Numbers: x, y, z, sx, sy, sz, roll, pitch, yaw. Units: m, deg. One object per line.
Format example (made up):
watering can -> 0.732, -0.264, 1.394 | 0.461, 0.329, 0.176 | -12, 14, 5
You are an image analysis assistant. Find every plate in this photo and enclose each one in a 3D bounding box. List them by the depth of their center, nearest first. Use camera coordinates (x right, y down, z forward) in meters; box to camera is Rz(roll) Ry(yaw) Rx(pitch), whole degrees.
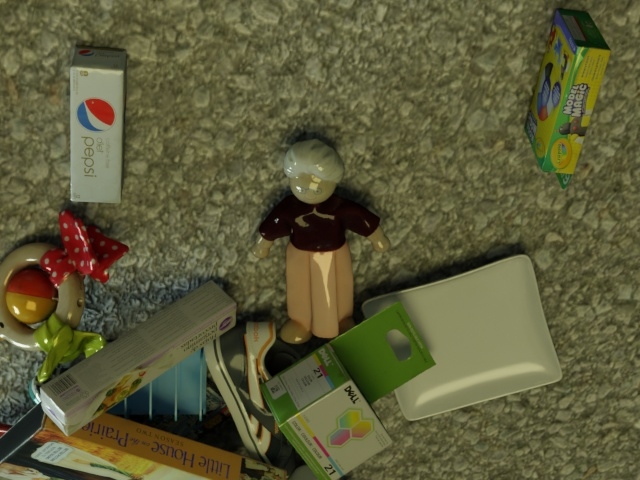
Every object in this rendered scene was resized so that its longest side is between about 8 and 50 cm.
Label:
plate -> 0.232, 0.155, 1.917 | 0.277, 0.045, 0.277 | -17, 124, 8

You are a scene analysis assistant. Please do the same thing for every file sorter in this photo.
file sorter -> -0.267, 0.227, 1.867 | 0.170, 0.104, 0.118 | 1, 93, -5

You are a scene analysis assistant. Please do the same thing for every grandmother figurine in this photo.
grandmother figurine -> 0.000, 0.000, 1.758 | 0.207, 0.104, 0.343 | -8, 125, -4

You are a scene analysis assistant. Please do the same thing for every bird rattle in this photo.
bird rattle -> -0.408, 0.079, 1.750 | 0.206, 0.143, 0.254 | 6, 98, 24

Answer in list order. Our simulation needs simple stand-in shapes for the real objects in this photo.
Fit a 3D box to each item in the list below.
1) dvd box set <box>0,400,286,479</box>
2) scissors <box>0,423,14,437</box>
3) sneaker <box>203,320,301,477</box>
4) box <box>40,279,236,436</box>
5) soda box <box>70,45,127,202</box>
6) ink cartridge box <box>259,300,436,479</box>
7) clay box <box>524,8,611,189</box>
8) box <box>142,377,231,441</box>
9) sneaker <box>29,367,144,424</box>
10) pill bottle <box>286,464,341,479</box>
dvd box set -> -0.310, 0.386, 1.914 | 0.420, 0.062, 0.307 | 23, 143, -25
scissors -> -0.478, 0.325, 1.930 | 0.297, 0.021, 0.109 | 1, 127, 24
sneaker -> -0.077, 0.267, 1.923 | 0.127, 0.126, 0.321 | -16, 125, 9
box -> -0.267, 0.172, 1.759 | 0.324, 0.067, 0.063 | -34, 150, -31
soda box -> -0.311, -0.160, 1.647 | 0.073, 0.069, 0.216 | 3, 125, -7
ink cartridge box -> 0.062, 0.237, 1.824 | 0.255, 0.097, 0.189 | -32, 132, 0
clay box -> 0.336, -0.194, 1.634 | 0.053, 0.127, 0.222 | 6, 123, -7
box -> -0.220, 0.292, 1.984 | 0.137, 0.027, 0.094 | -37, 119, 14
sneaker -> -0.384, 0.315, 1.953 | 0.110, 0.107, 0.275 | -30, 122, 26
pill bottle -> -0.096, 0.572, 2.083 | 0.204, 0.204, 0.361 | 33, 116, -24
